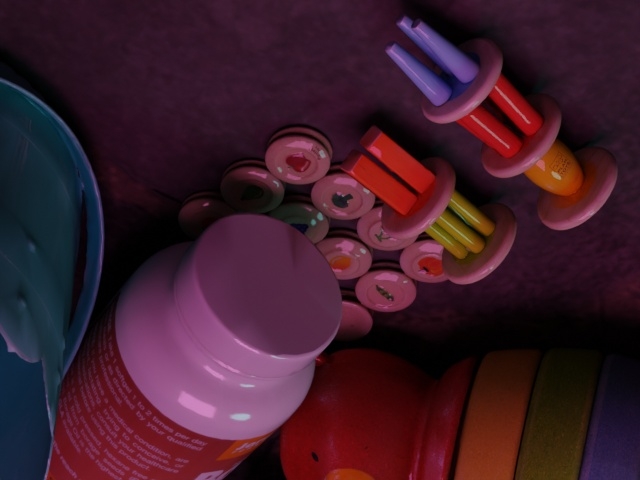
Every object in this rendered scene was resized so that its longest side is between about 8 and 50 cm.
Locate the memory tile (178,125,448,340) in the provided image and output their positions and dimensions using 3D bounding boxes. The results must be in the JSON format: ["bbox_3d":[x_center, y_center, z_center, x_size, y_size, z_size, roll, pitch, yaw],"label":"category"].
[{"bbox_3d":[0.000,0.000,1.043,0.113,0.012,0.148,-32,125,33],"label":"memory tile"}]

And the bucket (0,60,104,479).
[{"bbox_3d":[-0.256,0.022,0.969,0.281,0.183,0.281,3,137,2],"label":"bucket"}]

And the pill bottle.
[{"bbox_3d":[-0.078,0.077,1.039,0.121,0.121,0.216,24,139,-18],"label":"pill bottle"}]

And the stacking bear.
[{"bbox_3d":[0.115,0.137,1.074,0.289,0.164,0.175,11,130,10],"label":"stacking bear"}]

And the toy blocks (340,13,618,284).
[{"bbox_3d":[0.065,-0.051,0.953,0.123,0.054,0.148,-31,126,31],"label":"toy blocks"}]
